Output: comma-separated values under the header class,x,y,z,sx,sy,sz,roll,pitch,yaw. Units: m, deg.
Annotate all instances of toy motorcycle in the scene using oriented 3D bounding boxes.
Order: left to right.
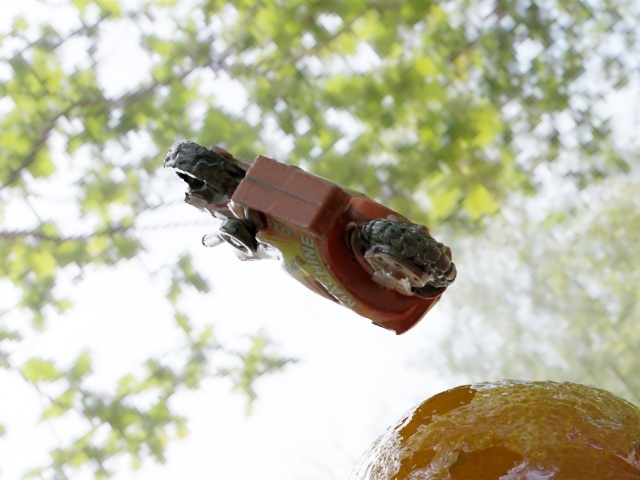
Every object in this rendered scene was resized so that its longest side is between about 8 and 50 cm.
class,x,y,z,sx,sy,sz,roll,pitch,yaw
toy motorcycle,0.000,-0.002,1.383,0.089,0.298,0.171,-62,-36,-9

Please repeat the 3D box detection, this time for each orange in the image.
class,x,y,z,sx,sy,sz,roll,pitch,yaw
orange,0.146,0.243,1.160,0.312,0.312,0.312,-33,-18,-13
